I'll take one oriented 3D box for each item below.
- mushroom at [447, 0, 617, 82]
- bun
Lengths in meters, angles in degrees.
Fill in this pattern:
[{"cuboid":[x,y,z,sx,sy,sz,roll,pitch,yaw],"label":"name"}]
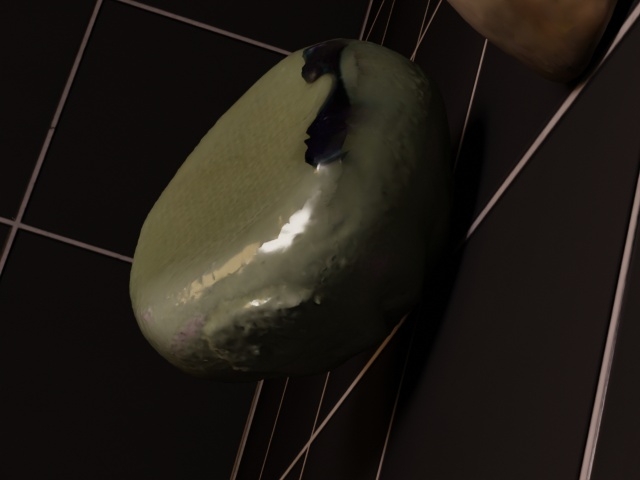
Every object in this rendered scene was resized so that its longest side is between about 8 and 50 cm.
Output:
[{"cuboid":[0.090,-0.189,0.844,0.236,0.162,0.173,112,176,-65],"label":"mushroom"},{"cuboid":[0.000,0.000,1.135,0.293,0.187,0.293,-41,22,21],"label":"bun"}]
